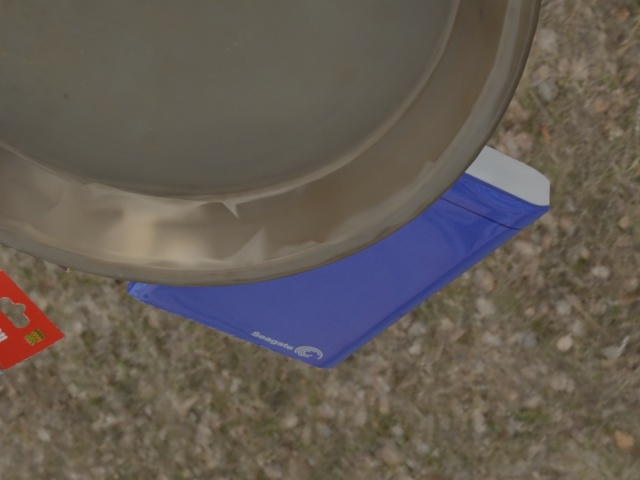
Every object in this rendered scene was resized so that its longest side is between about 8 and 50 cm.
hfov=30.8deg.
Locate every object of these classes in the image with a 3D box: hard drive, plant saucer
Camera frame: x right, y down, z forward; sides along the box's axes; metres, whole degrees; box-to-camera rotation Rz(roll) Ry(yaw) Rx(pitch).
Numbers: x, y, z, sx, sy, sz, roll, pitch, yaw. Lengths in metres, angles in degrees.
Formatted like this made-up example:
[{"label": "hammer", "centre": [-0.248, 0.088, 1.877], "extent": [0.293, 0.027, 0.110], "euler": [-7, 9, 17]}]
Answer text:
[{"label": "hard drive", "centre": [0.000, 0.000, 0.932], "extent": [0.210, 0.040, 0.318], "euler": [23, 144, -20]}, {"label": "plant saucer", "centre": [-0.067, -0.099, 0.378], "extent": [0.277, 0.041, 0.278], "euler": [7, 132, 8]}]

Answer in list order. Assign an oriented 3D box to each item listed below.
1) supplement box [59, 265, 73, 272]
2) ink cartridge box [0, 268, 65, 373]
[{"label": "supplement box", "centre": [-0.263, -0.047, 1.429], "extent": [0.080, 0.188, 0.104], "euler": [33, 122, 21]}, {"label": "ink cartridge box", "centre": [-0.342, 0.083, 1.038], "extent": [0.145, 0.179, 0.045], "euler": [35, 146, 43]}]
